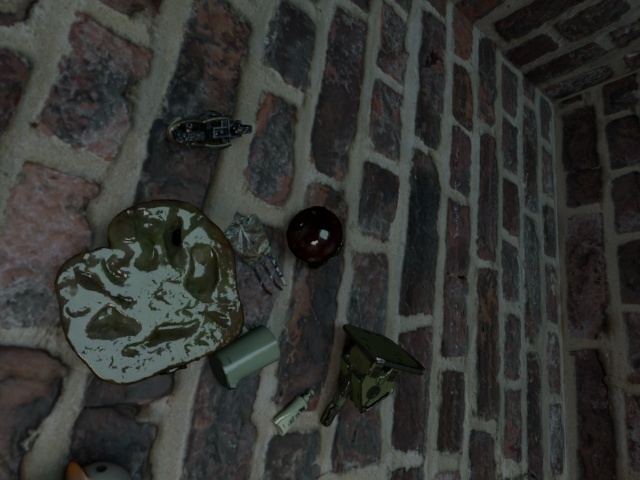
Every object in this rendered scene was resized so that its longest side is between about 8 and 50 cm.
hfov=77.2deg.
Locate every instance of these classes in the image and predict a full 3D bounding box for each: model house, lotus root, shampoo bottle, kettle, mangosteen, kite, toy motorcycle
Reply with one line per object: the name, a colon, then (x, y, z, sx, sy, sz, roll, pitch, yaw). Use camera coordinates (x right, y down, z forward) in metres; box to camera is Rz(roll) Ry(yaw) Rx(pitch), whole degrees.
model house: (0.122, 0.417, 1.160, 0.219, 0.205, 0.278, 23, 98, -32)
lotus root: (-0.336, 0.113, 0.855, 0.375, 0.111, 0.390, 35, 61, -24)
shampoo bottle: (-0.067, 0.448, 1.067, 0.141, 0.034, 0.048, -38, 99, -38)
kettle: (-0.188, 0.267, 0.967, 0.148, 0.098, 0.126, -21, 101, -35)
mangosteen: (-0.009, -0.003, 1.120, 0.172, 0.173, 0.183, -43, 127, -35)
kite: (-0.170, 0.044, 1.076, 0.127, 0.016, 0.229, -33, 99, -34)
toy motorcycle: (-0.281, -0.274, 0.991, 0.229, 0.130, 0.093, -29, 123, -51)

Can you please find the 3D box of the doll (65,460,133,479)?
doll: (-0.418, 0.516, 0.697, 0.221, 0.221, 0.250, -16, 88, -39)
